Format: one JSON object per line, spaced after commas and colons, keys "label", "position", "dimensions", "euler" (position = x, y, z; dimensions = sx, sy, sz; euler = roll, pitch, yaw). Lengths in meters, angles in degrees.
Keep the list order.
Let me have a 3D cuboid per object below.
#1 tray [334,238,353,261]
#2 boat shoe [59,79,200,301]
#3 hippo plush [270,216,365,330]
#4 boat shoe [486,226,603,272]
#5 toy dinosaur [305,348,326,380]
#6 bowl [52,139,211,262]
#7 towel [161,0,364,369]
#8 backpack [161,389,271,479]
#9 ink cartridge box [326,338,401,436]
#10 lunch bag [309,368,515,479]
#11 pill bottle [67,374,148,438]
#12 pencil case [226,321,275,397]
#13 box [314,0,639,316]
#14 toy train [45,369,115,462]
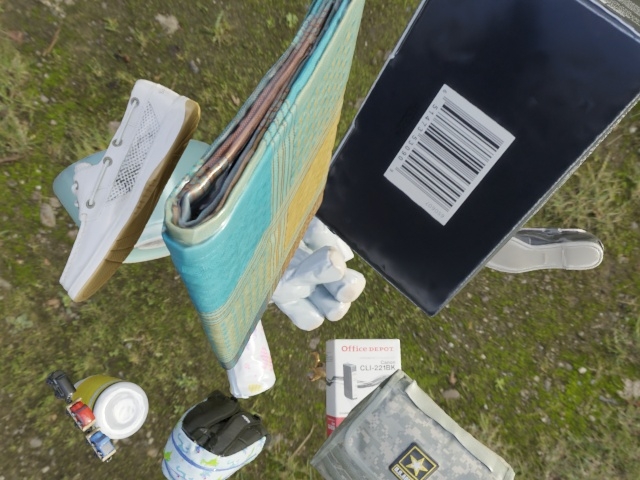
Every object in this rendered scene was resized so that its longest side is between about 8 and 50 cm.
{"label": "tray", "position": [0.000, 0.000, 1.854], "dimensions": [0.145, 0.030, 0.270], "euler": [-29, 122, 5]}
{"label": "boat shoe", "position": [-0.249, -0.062, 0.657], "dimensions": [0.096, 0.098, 0.277], "euler": [29, 88, -6]}
{"label": "hippo plush", "position": [-0.050, 0.060, 1.304], "dimensions": [0.294, 0.236, 0.234], "euler": [-13, 134, 6]}
{"label": "boat shoe", "position": [0.564, 0.019, 1.450], "dimensions": [0.335, 0.095, 0.112], "euler": [3, 118, 19]}
{"label": "toy dinosaur", "position": [0.015, 0.397, 1.698], "dimensions": [0.064, 0.211, 0.112], "euler": [-8, 78, -25]}
{"label": "bowl", "position": [-0.333, -0.058, 1.059], "dimensions": [0.312, 0.311, 0.163], "euler": [-17, 83, 2]}
{"label": "towel", "position": [-0.048, -0.032, 0.537], "dimensions": [0.040, 0.370, 0.271], "euler": [25, 65, 6]}
{"label": "backpack", "position": [-0.360, 0.672, 1.807], "dimensions": [0.290, 0.355, 0.273], "euler": [37, 85, 10]}
{"label": "ink cartridge box", "position": [0.122, 0.414, 1.542], "dimensions": [0.197, 0.114, 0.272], "euler": [2, 76, -12]}
{"label": "lunch bag", "position": [0.145, 0.363, 0.906], "dimensions": [0.235, 0.287, 0.169], "euler": [41, 49, 11]}
{"label": "pill bottle", "position": [-0.420, 0.316, 1.056], "dimensions": [0.184, 0.103, 0.103], "euler": [-5, 92, 46]}
{"label": "pencil case", "position": [-0.190, 0.233, 1.305], "dimensions": [0.113, 0.124, 0.273], "euler": [-9, 100, 21]}
{"label": "box", "position": [0.298, -0.201, 0.916], "dimensions": [0.297, 0.472, 0.480], "euler": [42, 129, 12]}
{"label": "toy train", "position": [-0.353, 0.260, 0.809], "dimensions": [0.036, 0.027, 0.158], "euler": [-30, 93, 36]}
